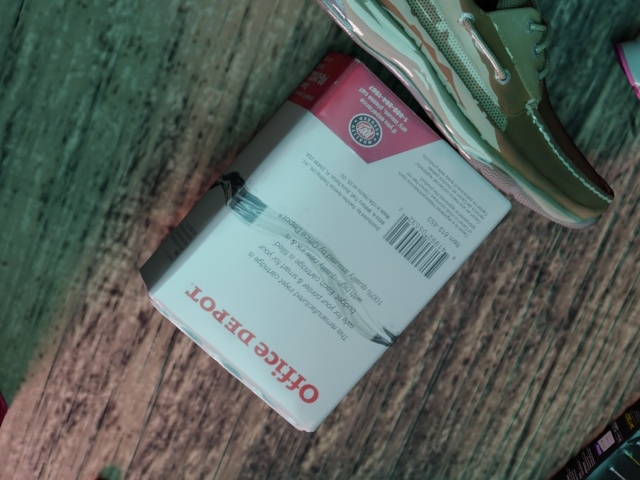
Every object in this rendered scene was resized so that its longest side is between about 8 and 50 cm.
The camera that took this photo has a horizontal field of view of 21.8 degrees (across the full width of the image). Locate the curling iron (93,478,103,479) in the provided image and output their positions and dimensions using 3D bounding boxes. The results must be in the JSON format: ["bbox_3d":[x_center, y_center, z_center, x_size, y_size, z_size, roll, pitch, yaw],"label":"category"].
[{"bbox_3d":[-0.252,0.324,1.466,0.068,0.035,0.274,27,109,-12],"label":"curling iron"}]

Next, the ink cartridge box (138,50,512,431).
[{"bbox_3d":[0.000,0.000,1.280,0.172,0.100,0.237,42,90,-16],"label":"ink cartridge box"}]

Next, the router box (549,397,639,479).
[{"bbox_3d":[0.298,0.238,1.443,0.179,0.046,0.133,40,106,-16],"label":"router box"}]

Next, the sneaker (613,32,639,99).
[{"bbox_3d":[0.342,-0.083,1.284,0.111,0.103,0.252,-38,109,14],"label":"sneaker"}]

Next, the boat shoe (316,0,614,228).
[{"bbox_3d":[0.121,-0.139,1.248,0.116,0.123,0.324,-42,109,11],"label":"boat shoe"}]

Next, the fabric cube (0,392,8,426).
[{"bbox_3d":[-0.420,0.130,1.264,0.259,0.258,0.254,-21,112,7],"label":"fabric cube"}]

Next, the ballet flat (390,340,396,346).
[{"bbox_3d":[-0.015,0.050,1.366,0.173,0.049,0.057,19,87,-15],"label":"ballet flat"}]
